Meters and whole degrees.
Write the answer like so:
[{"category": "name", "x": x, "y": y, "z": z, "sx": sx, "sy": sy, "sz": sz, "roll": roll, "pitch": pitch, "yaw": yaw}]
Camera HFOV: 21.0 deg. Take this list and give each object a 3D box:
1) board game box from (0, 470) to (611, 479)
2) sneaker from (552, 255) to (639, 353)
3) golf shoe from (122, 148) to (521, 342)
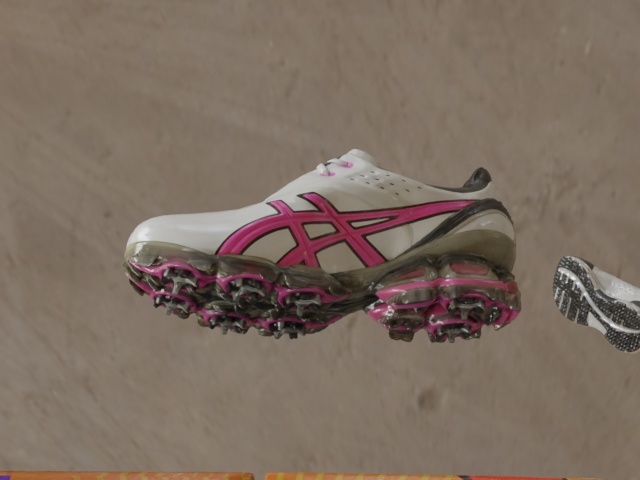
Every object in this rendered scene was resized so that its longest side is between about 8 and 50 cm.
[{"category": "board game box", "x": -0.031, "y": 0.363, "z": 0.849, "sx": 0.356, "sy": 0.356, "sz": 0.356, "roll": 0, "pitch": 43, "yaw": 7}, {"category": "sneaker", "x": 0.198, "y": 0.044, "z": 1.169, "sx": 0.044, "sy": 0.040, "sz": 0.109, "roll": -1, "pitch": 28, "yaw": -32}, {"category": "golf shoe", "x": 0.000, "y": 0.000, "z": 0.807, "sx": 0.186, "sy": 0.067, "sz": 0.086, "roll": 3, "pitch": 65, "yaw": -14}]
